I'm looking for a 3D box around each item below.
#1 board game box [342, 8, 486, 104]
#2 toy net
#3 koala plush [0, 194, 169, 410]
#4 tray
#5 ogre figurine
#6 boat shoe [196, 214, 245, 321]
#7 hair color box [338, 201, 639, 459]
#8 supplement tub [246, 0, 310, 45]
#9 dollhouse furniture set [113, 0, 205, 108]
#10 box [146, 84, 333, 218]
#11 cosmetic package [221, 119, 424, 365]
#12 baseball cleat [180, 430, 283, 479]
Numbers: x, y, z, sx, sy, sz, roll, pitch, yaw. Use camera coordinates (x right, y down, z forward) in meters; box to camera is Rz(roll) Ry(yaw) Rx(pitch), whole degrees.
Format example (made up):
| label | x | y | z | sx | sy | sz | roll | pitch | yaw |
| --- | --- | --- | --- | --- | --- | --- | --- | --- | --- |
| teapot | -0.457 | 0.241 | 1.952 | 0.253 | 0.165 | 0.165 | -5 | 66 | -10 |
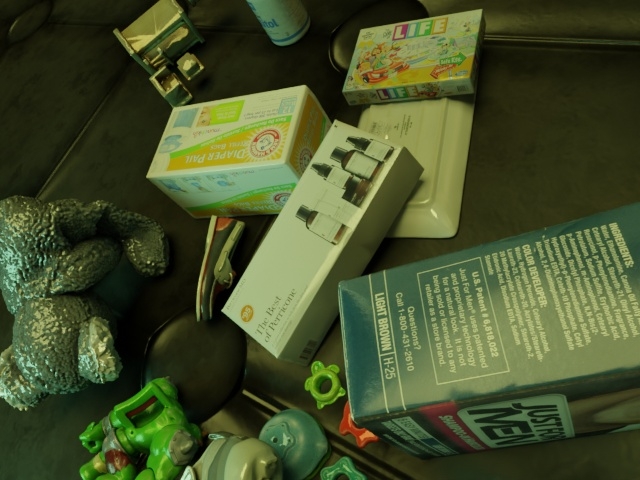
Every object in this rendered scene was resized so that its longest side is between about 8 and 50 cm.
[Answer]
| label | x | y | z | sx | sy | sz | roll | pitch | yaw |
| --- | --- | --- | --- | --- | --- | --- | --- | --- | --- |
| board game box | 0.110 | -0.215 | 0.642 | 0.154 | 0.026 | 0.104 | 2 | 63 | 29 |
| toy net | 0.034 | 0.218 | 0.458 | 0.122 | 0.045 | 0.232 | -42 | 53 | -3 |
| koala plush | -0.306 | 0.077 | 0.642 | 0.196 | 0.203 | 0.222 | -16 | 68 | 19 |
| tray | 0.100 | -0.128 | 0.633 | 0.145 | 0.030 | 0.271 | 0 | 62 | 29 |
| ogre figurine | -0.180 | 0.208 | 0.536 | 0.118 | 0.097 | 0.197 | -45 | 7 | -9 |
| boat shoe | -0.121 | 0.032 | 0.647 | 0.043 | 0.049 | 0.137 | 11 | 60 | -11 |
| hair color box | 0.205 | 0.064 | 0.373 | 0.346 | 0.174 | 0.105 | -17 | 56 | 19 |
| supplement tub | -0.066 | -0.351 | 0.803 | 0.070 | 0.107 | 0.071 | -13 | 57 | 21 |
| dollhouse furniture set | -0.207 | -0.323 | 0.894 | 0.181 | 0.101 | 0.161 | -38 | 76 | 2 |
| box | -0.093 | -0.103 | 0.673 | 0.203 | 0.103 | 0.114 | -2 | 61 | 27 |
| cosmetic package | 0.000 | 0.000 | 0.566 | 0.098 | 0.060 | 0.239 | 30 | 89 | 39 |
| baseball cleat | -0.077 | 0.269 | 0.457 | 0.109 | 0.072 | 0.206 | -3 | 77 | 39 |
